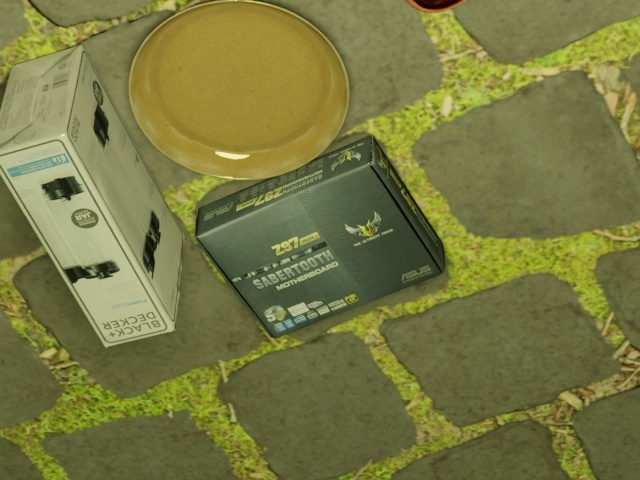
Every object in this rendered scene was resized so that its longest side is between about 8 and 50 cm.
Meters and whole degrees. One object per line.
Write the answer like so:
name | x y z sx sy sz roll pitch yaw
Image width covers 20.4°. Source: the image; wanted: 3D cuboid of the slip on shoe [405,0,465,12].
slip on shoe | 0.206 -0.324 1.726 0.331 0.101 0.123 -30 122 22

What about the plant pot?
plant pot | -0.087 -0.166 1.911 0.236 0.032 0.236 0 130 1

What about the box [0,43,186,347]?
box | -0.245 -0.044 1.928 0.087 0.169 0.290 -15 129 14

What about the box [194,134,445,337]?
box | 0.000 0.000 2.032 0.232 0.059 0.183 -22 126 18
